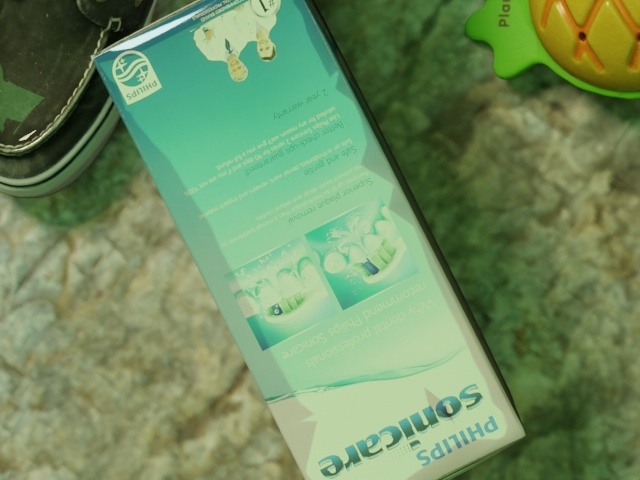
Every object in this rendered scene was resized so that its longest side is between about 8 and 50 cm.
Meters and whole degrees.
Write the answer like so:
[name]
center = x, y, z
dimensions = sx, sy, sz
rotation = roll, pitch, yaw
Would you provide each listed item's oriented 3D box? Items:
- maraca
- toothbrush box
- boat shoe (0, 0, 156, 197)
[maraca]
center = 0.176, -0.151, 1.155
dimensions = 0.185, 0.099, 0.127
rotation = 4, 89, 29
[toothbrush box]
center = 0.000, 0.000, 1.105
dimensions = 0.126, 0.216, 0.296
rotation = -28, 91, 4
[boat shoe]
center = -0.153, -0.189, 1.154
dimensions = 0.121, 0.119, 0.335
rotation = 18, 92, 2
